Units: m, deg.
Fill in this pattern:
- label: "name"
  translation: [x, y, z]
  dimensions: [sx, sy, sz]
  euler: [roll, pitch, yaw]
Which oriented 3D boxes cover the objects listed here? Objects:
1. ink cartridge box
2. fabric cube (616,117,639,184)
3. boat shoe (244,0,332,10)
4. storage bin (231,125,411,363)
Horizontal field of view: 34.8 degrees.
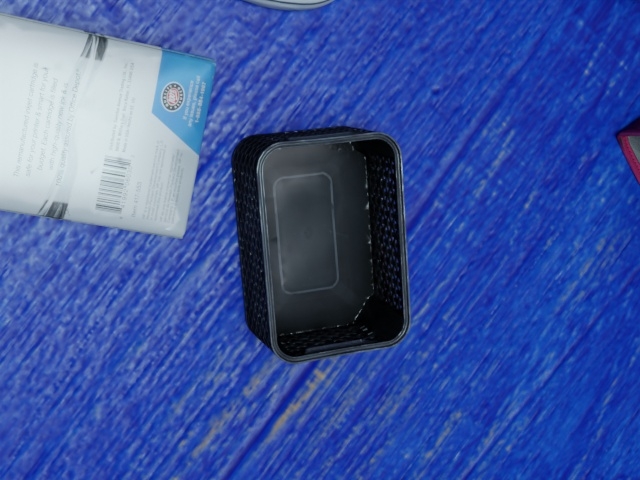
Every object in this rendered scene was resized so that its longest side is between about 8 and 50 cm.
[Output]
- label: "ink cartridge box"
  translation: [-0.189, -0.088, 0.771]
  dimensions: [0.191, 0.082, 0.139]
  euler: [10, 96, -19]
- label: "fabric cube"
  translation: [0.482, -0.060, 0.915]
  dimensions: [0.258, 0.254, 0.259]
  euler: [-37, 108, -9]
- label: "boat shoe"
  translation: [-0.084, -0.251, 0.777]
  dimensions: [0.258, 0.084, 0.095]
  euler: [20, 92, -21]
- label: "storage bin"
  translation: [0.000, 0.000, 0.851]
  dimensions: [0.122, 0.084, 0.180]
  euler: [-8, 101, -17]
